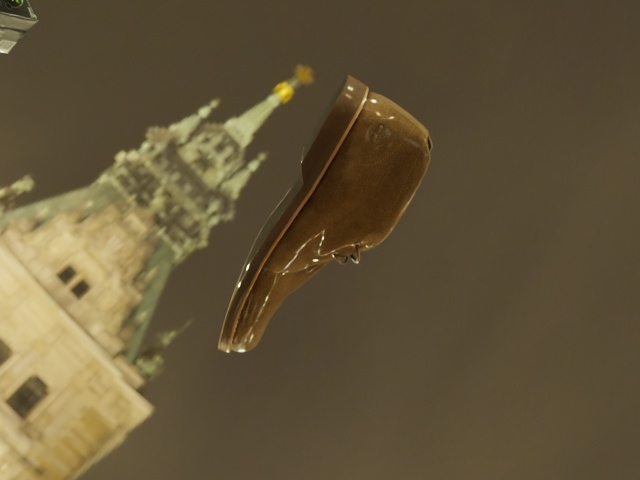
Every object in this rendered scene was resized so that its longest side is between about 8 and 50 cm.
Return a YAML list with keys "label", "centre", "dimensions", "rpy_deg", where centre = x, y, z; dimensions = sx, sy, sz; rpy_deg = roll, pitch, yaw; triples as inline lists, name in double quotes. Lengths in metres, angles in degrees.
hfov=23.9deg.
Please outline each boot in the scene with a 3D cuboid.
- label: "boot"
  centre: [0.000, 0.000, 1.442]
  dimensions: [0.115, 0.112, 0.305]
  rpy_deg: [28, -68, -8]

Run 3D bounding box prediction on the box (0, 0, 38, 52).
- label: "box"
  centre: [-0.311, -0.224, 1.394]
  dimensions: [0.052, 0.062, 0.083]
  rpy_deg: [-39, -114, 28]
